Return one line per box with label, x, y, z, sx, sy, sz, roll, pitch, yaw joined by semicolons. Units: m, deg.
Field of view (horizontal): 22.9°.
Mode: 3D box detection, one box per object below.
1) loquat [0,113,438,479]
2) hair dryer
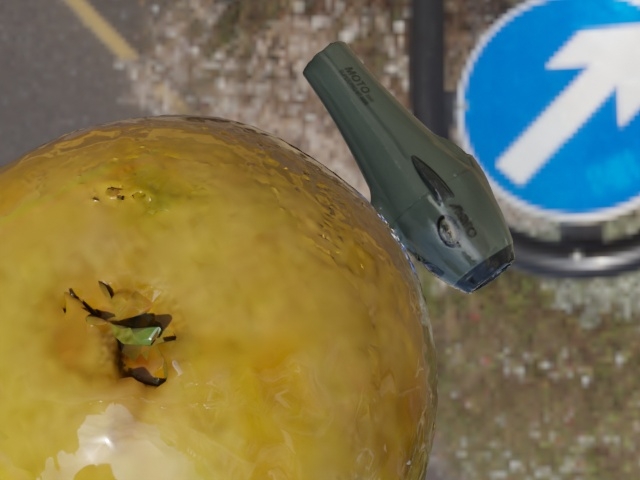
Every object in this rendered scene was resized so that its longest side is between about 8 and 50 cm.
loquat;-0.075;0.069;0.733;0.263;0.263;0.263;1;166;0
hair dryer;0.000;-0.037;1.265;0.267;0.229;0.092;-18;168;-6
